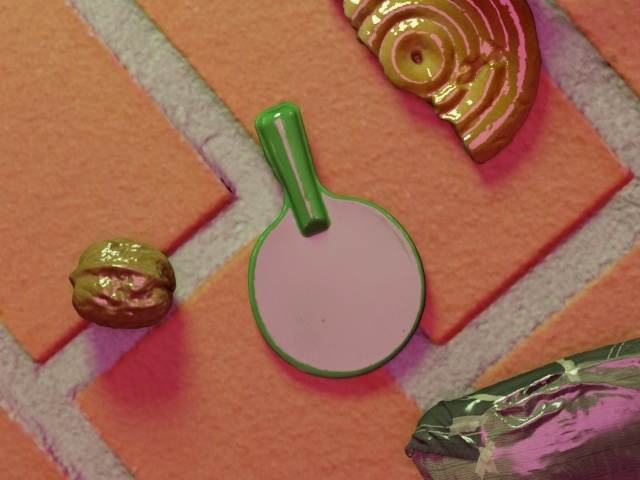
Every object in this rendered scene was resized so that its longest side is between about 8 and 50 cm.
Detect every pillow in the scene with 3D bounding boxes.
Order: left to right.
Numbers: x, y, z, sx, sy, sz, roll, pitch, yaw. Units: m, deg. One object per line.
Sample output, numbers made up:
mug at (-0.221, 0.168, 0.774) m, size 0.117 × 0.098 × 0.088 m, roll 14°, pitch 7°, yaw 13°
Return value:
pillow at (0.247, 0.177, 1.766) m, size 0.335 × 0.092 × 0.162 m, roll -18°, pitch 97°, yaw 1°

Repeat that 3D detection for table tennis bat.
table tennis bat at (0.000, 0.000, 1.797) m, size 0.160 × 0.039 × 0.257 m, roll -19°, pitch 96°, yaw 3°

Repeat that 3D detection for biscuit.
biscuit at (0.119, -0.188, 1.788) m, size 0.144 × 0.033 × 0.224 m, roll -39°, pitch 91°, yaw 3°

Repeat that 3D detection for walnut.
walnut at (-0.178, 0.039, 1.782) m, size 0.096 × 0.082 × 0.079 m, roll 8°, pitch 64°, yaw 2°
